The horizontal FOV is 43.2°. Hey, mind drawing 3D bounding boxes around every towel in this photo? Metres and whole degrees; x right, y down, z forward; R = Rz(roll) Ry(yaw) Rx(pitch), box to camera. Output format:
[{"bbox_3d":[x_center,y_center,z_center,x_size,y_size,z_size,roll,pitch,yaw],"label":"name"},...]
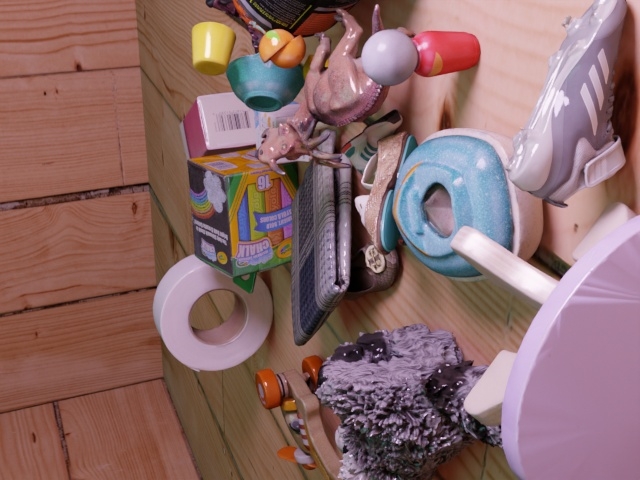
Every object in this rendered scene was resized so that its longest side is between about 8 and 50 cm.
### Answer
[{"bbox_3d":[0.000,0.000,1.480,0.312,0.056,0.324,118,153,-61],"label":"towel"}]

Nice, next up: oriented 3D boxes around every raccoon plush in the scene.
[{"bbox_3d":[0.148,0.312,1.116,0.446,0.216,0.299,-154,49,-65],"label":"raccoon plush"}]

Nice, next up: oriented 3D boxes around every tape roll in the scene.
[{"bbox_3d":[-0.264,0.174,1.990,0.100,0.286,0.286,-145,49,-62],"label":"tape roll"}]

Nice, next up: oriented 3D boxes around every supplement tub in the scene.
[{"bbox_3d":[-0.013,-0.424,1.173,0.338,0.207,0.207,166,94,-69],"label":"supplement tub"}]

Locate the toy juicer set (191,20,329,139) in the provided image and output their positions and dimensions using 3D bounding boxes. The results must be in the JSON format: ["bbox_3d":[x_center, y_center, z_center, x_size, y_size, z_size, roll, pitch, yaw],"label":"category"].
[{"bbox_3d":[-0.056,-0.268,1.336,0.329,0.209,0.089,43,-132,-63],"label":"toy juicer set"}]

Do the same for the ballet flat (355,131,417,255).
[{"bbox_3d":[0.087,-0.066,1.147,0.073,0.067,0.206,58,-140,-45],"label":"ballet flat"}]

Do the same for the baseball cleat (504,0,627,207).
[{"bbox_3d":[0.259,-0.132,0.781,0.206,0.109,0.072,-63,10,7],"label":"baseball cleat"}]

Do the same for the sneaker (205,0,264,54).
[{"bbox_3d":[-0.147,-0.434,1.579,0.106,0.163,0.281,-120,29,-43],"label":"sneaker"}]

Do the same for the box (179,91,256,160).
[{"bbox_3d":[-0.230,-0.254,1.899,0.232,0.149,0.126,157,102,-70],"label":"box"}]

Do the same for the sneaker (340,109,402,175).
[{"bbox_3d":[0.094,-0.145,1.255,0.075,0.057,0.161,56,152,-2],"label":"sneaker"}]

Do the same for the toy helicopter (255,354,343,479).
[{"bbox_3d":[-0.014,0.423,1.662,0.355,0.140,0.235,-128,32,-48],"label":"toy helicopter"}]

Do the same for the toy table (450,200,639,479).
[{"bbox_3d":[0.238,0.082,0.725,0.252,0.274,0.161,50,174,-16],"label":"toy table"}]

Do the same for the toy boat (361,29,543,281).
[{"bbox_3d":[0.143,-0.103,0.993,0.267,0.148,0.318,169,91,-70],"label":"toy boat"}]

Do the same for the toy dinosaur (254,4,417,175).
[{"bbox_3d":[0.034,-0.201,1.146,0.296,0.127,0.200,-29,42,59],"label":"toy dinosaur"}]

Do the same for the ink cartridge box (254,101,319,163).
[{"bbox_3d":[-0.063,-0.209,1.564,0.143,0.090,0.092,-141,45,-61],"label":"ink cartridge box"}]

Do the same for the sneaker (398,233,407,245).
[{"bbox_3d":[0.116,-0.016,1.230,0.065,0.061,0.158,71,159,6],"label":"sneaker"}]

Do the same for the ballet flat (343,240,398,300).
[{"bbox_3d":[0.068,0.056,1.384,0.250,0.058,0.084,140,120,-67],"label":"ballet flat"}]

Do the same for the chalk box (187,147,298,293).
[{"bbox_3d":[-0.160,-0.034,1.740,0.180,0.179,0.289,25,124,50],"label":"chalk box"}]
